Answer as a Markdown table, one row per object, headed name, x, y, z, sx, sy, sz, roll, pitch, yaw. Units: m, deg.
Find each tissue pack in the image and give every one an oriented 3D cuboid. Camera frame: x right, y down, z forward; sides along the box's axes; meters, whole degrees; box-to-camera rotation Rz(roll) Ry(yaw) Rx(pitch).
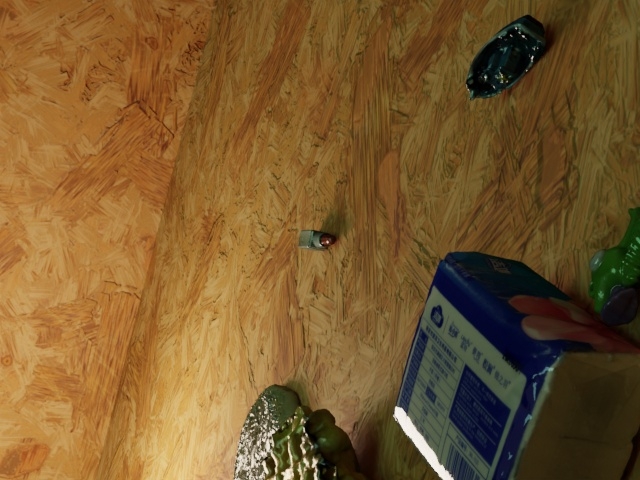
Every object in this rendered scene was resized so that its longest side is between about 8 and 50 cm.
| name | x | y | z | sx | sy | sz | roll | pitch | yaw |
| --- | --- | --- | --- | --- | --- | --- | --- | --- | --- |
| tissue pack | 0.188 | 0.149 | 1.256 | 0.270 | 0.137 | 0.209 | -135 | 59 | -65 |

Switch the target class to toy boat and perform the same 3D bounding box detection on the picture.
| name | x | y | z | sx | sy | sz | roll | pitch | yaw |
| --- | --- | --- | --- | --- | --- | --- | --- | --- | --- |
| toy boat | 0.212 | -0.206 | 1.516 | 0.137 | 0.060 | 0.061 | -41 | 19 | 56 |

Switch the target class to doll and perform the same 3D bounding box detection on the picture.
| name | x | y | z | sx | sy | sz | roll | pitch | yaw |
| --- | --- | --- | --- | --- | --- | --- | --- | --- | --- |
| doll | 0.296 | -0.003 | 1.164 | 0.115 | 0.050 | 0.190 | -86 | 23 | -43 |

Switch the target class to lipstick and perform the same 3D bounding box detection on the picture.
| name | x | y | z | sx | sy | sz | roll | pitch | yaw |
| --- | --- | --- | --- | --- | --- | --- | --- | --- | --- |
| lipstick | -0.001 | 0.000 | 2.062 | 0.129 | 0.030 | 0.030 | -179 | 101 | -72 |

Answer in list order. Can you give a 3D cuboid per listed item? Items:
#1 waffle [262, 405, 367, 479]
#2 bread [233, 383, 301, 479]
| name | x | y | z | sx | sy | sz | roll | pitch | yaw |
| --- | --- | --- | --- | --- | --- | --- | --- | --- | --- |
| waffle | -0.021 | 0.423 | 1.750 | 0.379 | 0.095 | 0.382 | -115 | 39 | -56 |
| bread | -0.090 | 0.356 | 2.087 | 0.267 | 0.040 | 0.267 | -167 | 90 | -72 |
